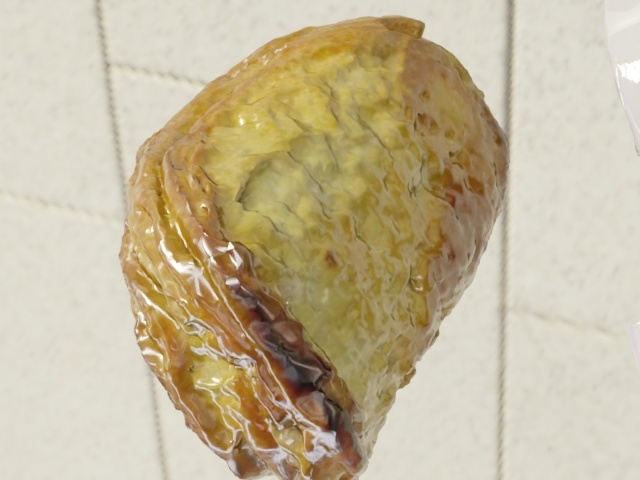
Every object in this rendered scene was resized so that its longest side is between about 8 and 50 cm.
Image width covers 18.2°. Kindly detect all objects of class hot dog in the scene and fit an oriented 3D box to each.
[{"bbox_3d":[-0.003,0.002,0.934,0.114,0.259,0.175,-22,110,34],"label":"hot dog"}]

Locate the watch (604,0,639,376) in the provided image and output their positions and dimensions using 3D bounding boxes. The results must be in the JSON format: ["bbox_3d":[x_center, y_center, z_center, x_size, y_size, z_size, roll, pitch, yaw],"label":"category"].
[{"bbox_3d":[0.226,-0.043,0.881,0.244,0.231,0.196,18,144,-42],"label":"watch"}]
